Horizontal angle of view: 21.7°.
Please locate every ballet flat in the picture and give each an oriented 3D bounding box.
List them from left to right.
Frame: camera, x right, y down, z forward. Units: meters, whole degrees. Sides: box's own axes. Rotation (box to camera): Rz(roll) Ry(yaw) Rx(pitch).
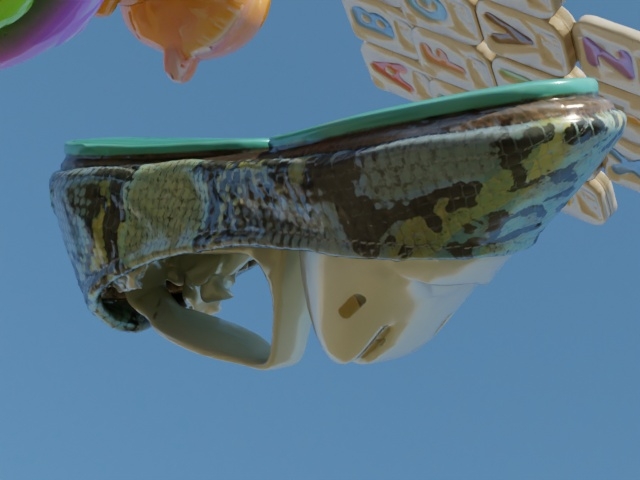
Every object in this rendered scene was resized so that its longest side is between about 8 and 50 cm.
[{"bbox_3d":[0.000,0.000,0.404,0.188,0.070,0.070,-2,-53,53],"label":"ballet flat"}]

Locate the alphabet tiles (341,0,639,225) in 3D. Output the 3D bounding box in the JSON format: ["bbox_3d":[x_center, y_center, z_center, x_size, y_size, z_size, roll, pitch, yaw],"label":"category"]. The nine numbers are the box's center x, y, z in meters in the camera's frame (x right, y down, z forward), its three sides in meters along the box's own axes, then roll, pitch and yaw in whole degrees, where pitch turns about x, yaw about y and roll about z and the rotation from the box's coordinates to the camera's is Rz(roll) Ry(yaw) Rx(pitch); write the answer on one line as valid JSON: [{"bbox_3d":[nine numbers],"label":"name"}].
[{"bbox_3d":[0.122,-0.115,1.135,0.278,0.021,0.284,26,-22,32],"label":"alphabet tiles"}]

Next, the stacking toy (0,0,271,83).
[{"bbox_3d":[-0.106,-0.105,0.439,0.165,0.302,0.175,0,-98,32],"label":"stacking toy"}]
